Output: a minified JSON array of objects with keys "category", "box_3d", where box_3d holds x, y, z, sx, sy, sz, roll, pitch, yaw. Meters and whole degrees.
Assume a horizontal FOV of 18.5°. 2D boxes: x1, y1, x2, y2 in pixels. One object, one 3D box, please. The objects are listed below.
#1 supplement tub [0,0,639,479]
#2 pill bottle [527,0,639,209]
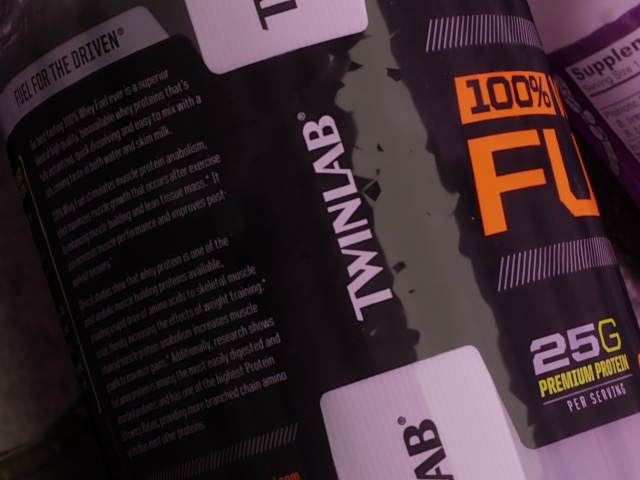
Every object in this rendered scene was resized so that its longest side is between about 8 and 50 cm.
[{"category":"supplement tub","box_3d":[0.000,0.000,0.741,0.207,0.207,0.338,-13,82,-39]},{"category":"pill bottle","box_3d":[0.190,-0.102,0.945,0.301,0.169,0.169,50,52,-11]}]
